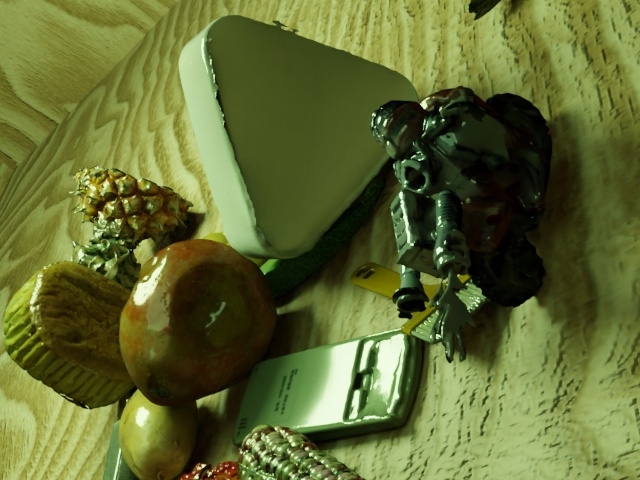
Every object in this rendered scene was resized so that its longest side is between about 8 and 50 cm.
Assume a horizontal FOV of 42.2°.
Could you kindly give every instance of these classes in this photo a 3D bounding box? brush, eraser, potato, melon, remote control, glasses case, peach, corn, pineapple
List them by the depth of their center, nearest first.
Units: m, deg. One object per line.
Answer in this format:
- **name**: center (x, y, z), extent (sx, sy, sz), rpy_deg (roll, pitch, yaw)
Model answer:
- **corn**: center (0.002, 0.261, 0.850), extent (0.280, 0.092, 0.092), rpy_deg (9, 66, 56)
- **brush**: center (0.102, 0.059, 0.973), extent (0.103, 0.013, 0.272), rpy_deg (-39, 21, -14)
- **remote control**: center (0.005, 0.182, 0.991), extent (0.285, 0.038, 0.123), rpy_deg (-22, 42, 41)
- **peach**: center (-0.171, 0.122, 1.133), extent (0.214, 0.214, 0.235), rpy_deg (-26, 28, 42)
- **eraser**: center (-0.051, -0.123, 1.160), extent (0.331, 0.331, 0.150), rpy_deg (-62, 21, -15)
- **potato**: center (-0.231, 0.265, 1.180), extent (0.178, 0.109, 0.118), rpy_deg (-103, 29, -60)
- **glasses case**: center (-0.274, 0.353, 1.190), extent (0.047, 0.071, 0.205), rpy_deg (-35, 32, 25)
- **melon**: center (0.000, -0.001, 1.211), extent (0.261, 0.053, 0.114), rpy_deg (-37, 13, 22)
- **pineapple**: center (-0.402, 0.022, 1.635), extent (0.262, 0.262, 0.272), rpy_deg (-4, 68, 56)

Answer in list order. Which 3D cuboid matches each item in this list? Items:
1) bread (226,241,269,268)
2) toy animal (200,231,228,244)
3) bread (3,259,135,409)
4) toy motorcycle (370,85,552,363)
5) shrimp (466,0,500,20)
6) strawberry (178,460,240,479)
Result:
- **bread**: center (-0.103, 0.011, 1.304), extent (0.239, 0.074, 0.092), rpy_deg (-55, 16, -5)
- **toy animal**: center (-0.178, 0.061, 1.376), extent (0.083, 0.070, 0.159), rpy_deg (-35, 38, 35)
- **bread**: center (-0.405, 0.156, 1.420), extent (0.142, 0.253, 0.227), rpy_deg (-34, 31, 28)
- **toy motorcycle**: center (0.138, -0.028, 0.840), extent (0.134, 0.207, 0.401), rpy_deg (126, 161, -52)
- **shrimp**: center (0.326, -0.423, 1.155), extent (0.296, 0.058, 0.169), rpy_deg (-53, 30, -6)
- **strawberry**: center (-0.151, 0.341, 1.003), extent (0.188, 0.082, 0.121), rpy_deg (-38, 34, 22)
